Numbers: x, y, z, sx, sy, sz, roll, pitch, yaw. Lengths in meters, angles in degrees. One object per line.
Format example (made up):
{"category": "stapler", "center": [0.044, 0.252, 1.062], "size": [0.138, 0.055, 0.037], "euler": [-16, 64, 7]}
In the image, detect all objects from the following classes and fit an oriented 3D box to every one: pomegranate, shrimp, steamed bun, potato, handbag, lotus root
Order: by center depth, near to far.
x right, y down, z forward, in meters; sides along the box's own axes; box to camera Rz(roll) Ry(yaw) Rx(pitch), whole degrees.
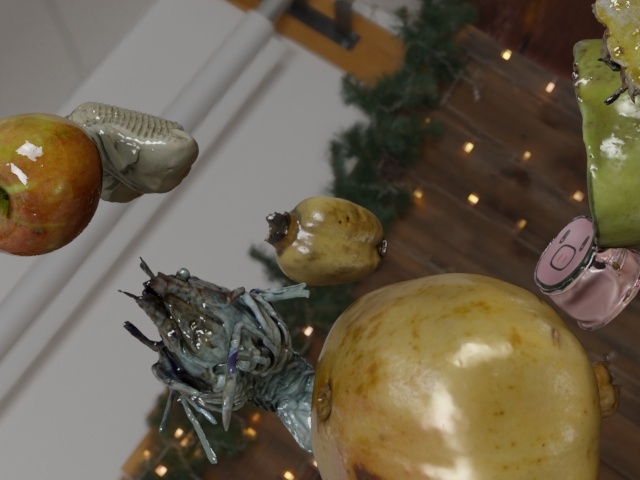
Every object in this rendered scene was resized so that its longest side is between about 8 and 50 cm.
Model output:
{"category": "pomegranate", "center": [0.162, 0.186, 1.109], "size": [0.342, 0.342, 0.342], "euler": [-52, -14, -19]}
{"category": "shrimp", "center": [-0.084, 0.132, 1.128], "size": [0.221, 0.166, 0.410], "euler": [-44, -23, 0]}
{"category": "potato", "center": [0.470, -0.125, 1.471], "size": [0.280, 0.213, 0.330], "euler": [-47, -52, -69]}
{"category": "lotus root", "center": [0.000, 0.000, 1.477], "size": [0.221, 0.118, 0.125], "euler": [8, -103, -39]}
{"category": "steamed bun", "center": [-0.314, -0.129, 1.702], "size": [0.211, 0.218, 0.144], "euler": [-121, 43, -68]}
{"category": "handbag", "center": [0.476, 0.055, 1.871], "size": [0.179, 0.116, 0.205], "euler": [-54, 8, 2]}

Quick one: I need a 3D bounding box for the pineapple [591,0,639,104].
{"category": "pineapple", "center": [0.323, -0.200, 0.904], "size": [0.047, 0.221, 0.221], "euler": [15, -71, -55]}

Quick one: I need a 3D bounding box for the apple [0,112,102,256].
{"category": "apple", "center": [-0.390, -0.080, 1.442], "size": [0.196, 0.196, 0.196], "euler": [-52, -14, -19]}
